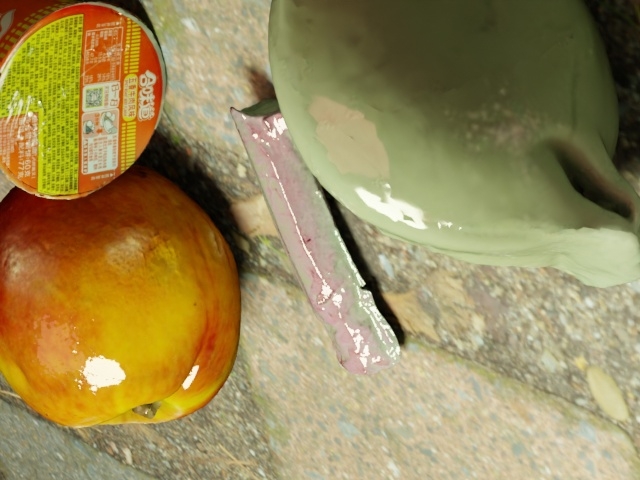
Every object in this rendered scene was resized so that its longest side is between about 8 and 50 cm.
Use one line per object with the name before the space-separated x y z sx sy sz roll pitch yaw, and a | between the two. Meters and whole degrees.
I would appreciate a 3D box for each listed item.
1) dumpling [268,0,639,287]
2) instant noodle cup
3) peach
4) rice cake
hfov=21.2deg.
dumpling | 0.099 -0.109 1.176 0.212 0.270 0.320 -16 85 33
instant noodle cup | -0.283 -0.161 1.620 0.212 0.193 0.193 29 143 44
peach | -0.204 0.048 1.667 0.281 0.238 0.280 -4 83 32
rice cake | -0.001 0.001 1.530 0.081 0.051 0.290 9 129 48
